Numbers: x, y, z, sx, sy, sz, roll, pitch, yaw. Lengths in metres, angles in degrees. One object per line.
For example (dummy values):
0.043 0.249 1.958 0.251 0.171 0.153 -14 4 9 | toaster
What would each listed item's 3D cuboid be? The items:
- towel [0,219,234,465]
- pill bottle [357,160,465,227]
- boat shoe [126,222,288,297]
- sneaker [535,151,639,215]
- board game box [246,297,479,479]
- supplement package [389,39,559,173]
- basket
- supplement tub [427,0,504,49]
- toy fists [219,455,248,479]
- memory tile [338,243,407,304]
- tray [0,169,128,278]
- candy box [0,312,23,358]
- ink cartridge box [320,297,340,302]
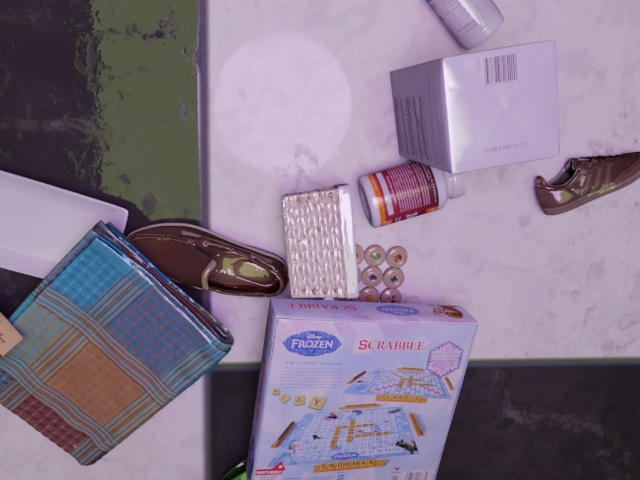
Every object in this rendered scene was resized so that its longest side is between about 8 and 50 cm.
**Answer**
-0.347 0.181 0.805 0.370 0.040 0.271 -41 104 16 | towel
0.141 -0.079 0.808 0.152 0.086 0.086 -16 105 -2 | pill bottle
-0.173 0.033 0.794 0.257 0.095 0.095 9 102 -9 | boat shoe
0.441 -0.110 0.845 0.188 0.066 0.071 -28 104 0 | sneaker
0.059 0.250 0.820 0.319 0.066 0.318 5 108 -16 | board game box
0.192 -0.179 0.707 0.139 0.244 0.134 -10 105 -5 | supplement package
0.000 0.000 0.793 0.103 0.113 0.167 -4 97 1 | basket
0.208 -0.342 0.759 0.071 0.071 0.107 -43 105 5 | supplement tub
-0.153 0.483 0.909 0.279 0.096 0.142 -33 90 2 | toy fists
0.085 0.079 0.878 0.113 0.012 0.148 4 104 -7 | memory tile
-0.438 -0.022 0.784 0.270 0.030 0.145 17 100 -10 | tray
-0.621 0.162 0.751 0.316 0.087 0.183 -30 105 13 | candy box
0.015 0.166 0.851 0.104 0.061 0.181 -32 115 3 | ink cartridge box
